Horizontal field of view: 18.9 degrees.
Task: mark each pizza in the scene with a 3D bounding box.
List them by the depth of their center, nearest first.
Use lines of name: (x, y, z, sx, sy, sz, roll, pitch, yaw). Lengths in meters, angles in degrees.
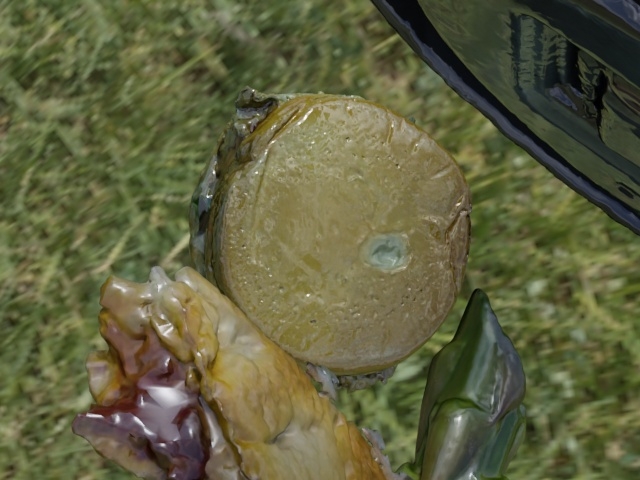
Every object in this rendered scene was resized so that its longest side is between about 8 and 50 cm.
pizza: (-0.025, 0.095, 0.625, 0.194, 0.069, 0.154, 58, 24, -13)

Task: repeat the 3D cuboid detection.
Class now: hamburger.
hamburger: (0.000, 0.000, 1.361, 0.189, 0.122, 0.215, 3, 87, -23)

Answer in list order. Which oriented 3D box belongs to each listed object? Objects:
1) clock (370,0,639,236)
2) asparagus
clock: (0.080, -0.037, 0.409, 0.184, 0.184, 0.040, 39, 84, -13)
asparagus: (0.066, 0.160, 1.079, 0.080, 0.080, 0.287, 33, 66, -16)
